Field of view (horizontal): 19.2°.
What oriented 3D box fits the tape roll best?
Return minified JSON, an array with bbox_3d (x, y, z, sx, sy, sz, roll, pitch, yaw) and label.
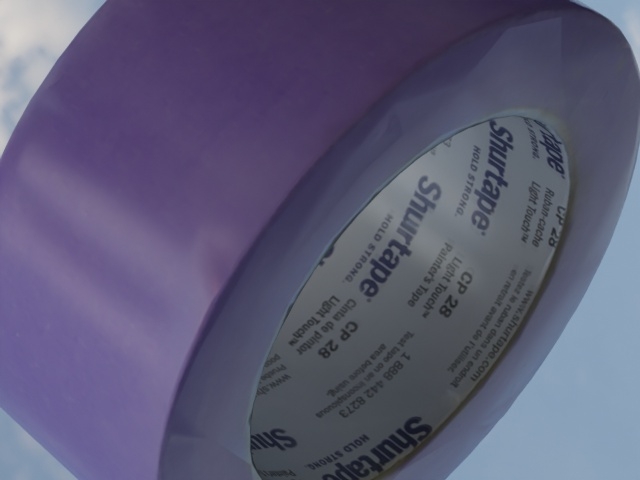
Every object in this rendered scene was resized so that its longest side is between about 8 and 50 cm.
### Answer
[{"bbox_3d":[0.000,0.000,0.529,0.080,0.189,0.189,36,-147,29],"label":"tape roll"}]
